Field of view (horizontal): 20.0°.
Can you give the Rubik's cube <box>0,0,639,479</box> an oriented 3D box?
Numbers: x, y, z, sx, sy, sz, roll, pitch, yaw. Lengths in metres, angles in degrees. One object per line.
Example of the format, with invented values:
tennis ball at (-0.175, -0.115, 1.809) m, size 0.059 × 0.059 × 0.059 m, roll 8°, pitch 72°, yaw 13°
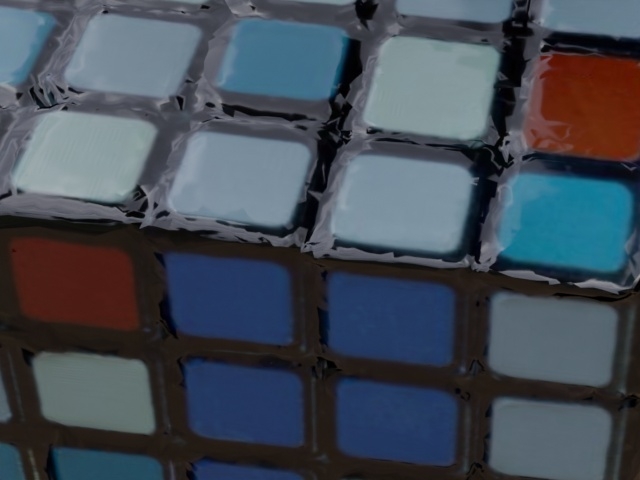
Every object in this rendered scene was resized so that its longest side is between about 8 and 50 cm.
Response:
Rubik's cube at (0.000, 0.000, 0.491) m, size 0.184 × 0.182 × 0.187 m, roll 7°, pitch 46°, yaw 9°
